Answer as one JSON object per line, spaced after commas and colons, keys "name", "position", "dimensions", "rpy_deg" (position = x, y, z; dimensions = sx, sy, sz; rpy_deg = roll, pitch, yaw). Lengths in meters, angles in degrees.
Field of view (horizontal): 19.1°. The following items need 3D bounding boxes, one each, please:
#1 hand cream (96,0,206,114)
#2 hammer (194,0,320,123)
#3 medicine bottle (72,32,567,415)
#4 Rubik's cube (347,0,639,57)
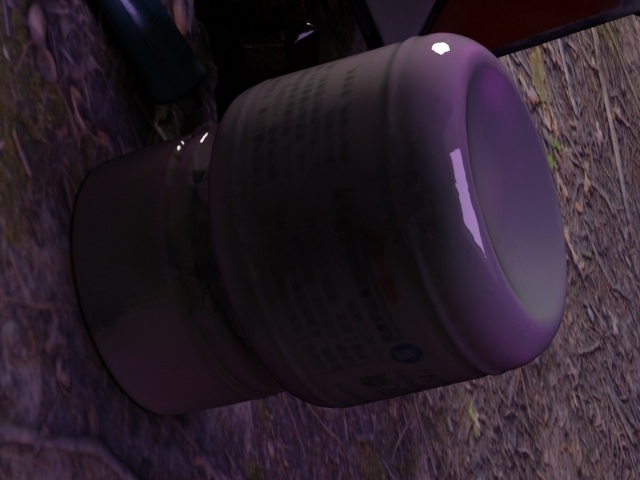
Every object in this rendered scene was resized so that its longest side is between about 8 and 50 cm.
{"name": "hand cream", "position": [-0.153, -0.194, 1.473], "dimensions": [0.224, 0.048, 0.083], "rpy_deg": [60, 25, -18]}
{"name": "hammer", "position": [-0.039, -0.199, 1.622], "dimensions": [0.409, 0.095, 0.242], "rpy_deg": [-91, 175, -48]}
{"name": "medicine bottle", "position": [0.000, 0.000, 1.360], "dimensions": [0.241, 0.302, 0.241], "rpy_deg": [45, 38, -50]}
{"name": "Rubik's cube", "position": [0.147, -0.373, 1.877], "dimensions": [0.310, 0.305, 0.307], "rpy_deg": [-94, 161, -54]}
